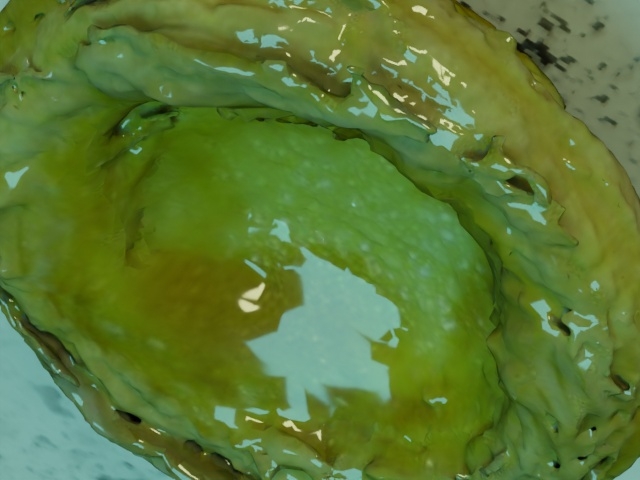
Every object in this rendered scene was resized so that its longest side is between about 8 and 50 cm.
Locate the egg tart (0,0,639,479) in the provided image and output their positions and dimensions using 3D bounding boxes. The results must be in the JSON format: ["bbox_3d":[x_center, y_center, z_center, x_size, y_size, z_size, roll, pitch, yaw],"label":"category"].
[{"bbox_3d":[0.000,0.000,0.655,0.288,0.118,0.288,15,137,14],"label":"egg tart"}]
